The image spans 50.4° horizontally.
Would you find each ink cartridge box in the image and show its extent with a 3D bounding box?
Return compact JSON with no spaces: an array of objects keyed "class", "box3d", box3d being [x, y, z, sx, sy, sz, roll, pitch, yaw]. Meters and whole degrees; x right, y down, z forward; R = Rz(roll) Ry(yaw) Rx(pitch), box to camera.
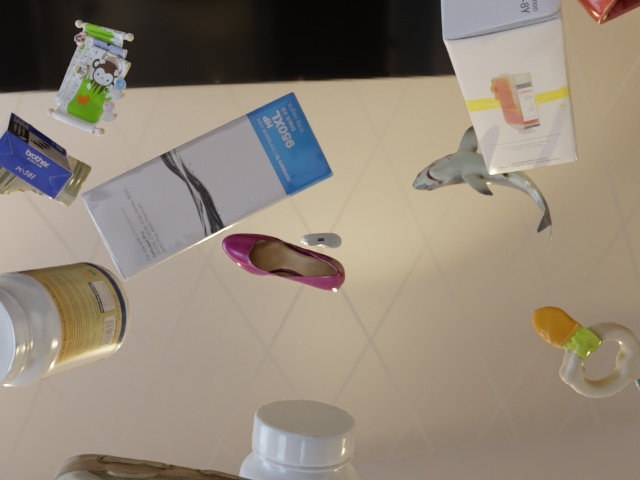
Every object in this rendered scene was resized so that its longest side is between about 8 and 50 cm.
[{"class":"ink cartridge box","box3d":[-0.406,-0.124,0.954,0.097,0.046,0.207,38,179,-28]},{"class":"ink cartridge box","box3d":[0.305,-0.324,1.088,0.160,0.384,0.279,-7,-116,20]},{"class":"ink cartridge box","box3d":[-0.209,-0.100,1.246,0.395,0.166,0.285,-28,-171,-9]}]

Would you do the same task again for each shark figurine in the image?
[{"class":"shark figurine","box3d":[0.331,-0.105,1.291,0.278,0.116,0.166,24,-107,10]}]

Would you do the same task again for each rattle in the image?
[{"class":"rattle","box3d":[0.459,0.185,1.097,0.200,0.130,0.143,9,179,-18]}]

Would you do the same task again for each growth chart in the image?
[{"class":"growth chart","box3d":[-0.469,-0.337,1.404,0.172,0.237,0.021,13,171,19]}]

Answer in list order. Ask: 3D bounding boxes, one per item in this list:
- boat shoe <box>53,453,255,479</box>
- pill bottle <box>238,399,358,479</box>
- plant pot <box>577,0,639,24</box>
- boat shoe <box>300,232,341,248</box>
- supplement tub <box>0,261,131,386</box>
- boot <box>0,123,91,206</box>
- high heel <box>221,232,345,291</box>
[{"class":"boat shoe","box3d":[-0.084,0.249,0.598,0.302,0.109,0.098,16,-165,-18]},{"class":"pill bottle","box3d":[-0.043,0.469,1.144,0.204,0.361,0.204,5,-174,-1]},{"class":"plant pot","box3d":[0.256,-0.364,0.498,0.267,0.267,0.235,-31,-110,-35]},{"class":"boat shoe","box3d":[0.000,0.000,1.477,0.100,0.035,0.035,0,-177,-38]},{"class":"supplement tub","box3d":[-0.573,0.169,1.399,0.228,0.228,0.316,11,-172,22]},{"class":"boot","box3d":[-0.582,-0.106,1.359,0.213,0.165,0.077,-50,-139,2]},{"class":"high heel","box3d":[-0.107,0.043,1.903,0.377,0.127,0.181,15,166,5]}]
